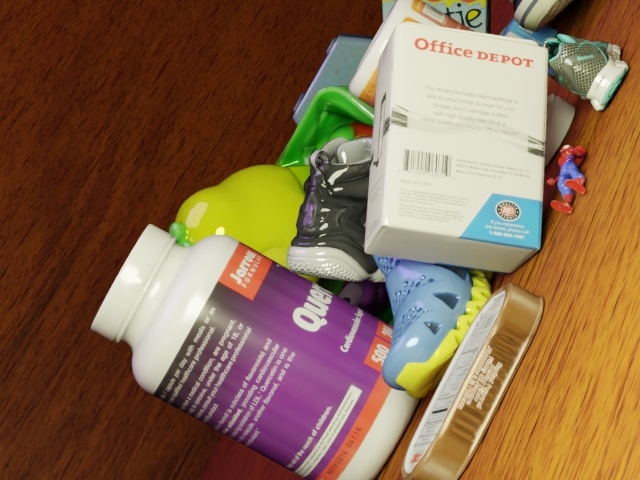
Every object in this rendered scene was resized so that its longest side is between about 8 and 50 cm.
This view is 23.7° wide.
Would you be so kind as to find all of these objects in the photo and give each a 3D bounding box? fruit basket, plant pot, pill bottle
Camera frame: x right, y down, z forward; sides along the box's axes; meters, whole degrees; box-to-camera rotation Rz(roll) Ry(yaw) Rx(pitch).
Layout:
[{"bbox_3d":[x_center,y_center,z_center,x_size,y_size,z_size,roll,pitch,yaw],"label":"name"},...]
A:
[{"bbox_3d":[0.000,0.000,1.869,0.392,0.283,0.392,-50,-8,-10],"label":"fruit basket"},{"bbox_3d":[0.098,-0.200,2.393,0.248,0.252,0.247,-60,3,9],"label":"plant pot"},{"bbox_3d":[-0.063,0.114,1.560,0.181,0.323,0.181,-60,4,7],"label":"pill bottle"},{"bbox_3d":[0.148,-0.152,1.578,0.121,0.216,0.121,-60,3,5],"label":"pill bottle"}]

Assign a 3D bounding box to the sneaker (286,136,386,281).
[{"bbox_3d":[0.071,-0.034,1.657,0.268,0.101,0.153,1,-85,-51],"label":"sneaker"}]

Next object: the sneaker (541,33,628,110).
[{"bbox_3d":[0.248,-0.175,1.477,0.065,0.076,0.166,-59,4,10],"label":"sneaker"}]

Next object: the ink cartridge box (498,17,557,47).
[{"bbox_3d":[0.233,-0.199,1.996,0.180,0.060,0.104,-62,4,-17],"label":"ink cartridge box"}]

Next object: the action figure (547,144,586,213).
[{"bbox_3d":[0.221,-0.062,1.364,0.115,0.030,0.038,-63,-1,-65],"label":"action figure"}]

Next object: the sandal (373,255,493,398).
[{"bbox_3d":[0.099,0.028,1.497,0.126,0.138,0.317,-55,8,35],"label":"sandal"}]

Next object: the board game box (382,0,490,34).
[{"bbox_3d":[0.164,-0.300,2.115,0.144,0.142,0.275,-79,-12,-45],"label":"board game box"}]

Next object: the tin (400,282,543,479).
[{"bbox_3d":[0.122,0.121,1.243,0.190,0.040,0.106,-61,-1,-12],"label":"tin"}]

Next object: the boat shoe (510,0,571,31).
[{"bbox_3d":[0.295,-0.414,1.963,0.187,0.156,0.500,-45,12,31],"label":"boat shoe"}]

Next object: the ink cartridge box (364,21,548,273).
[{"bbox_3d":[0.125,-0.085,1.408,0.086,0.148,0.203,120,157,-68],"label":"ink cartridge box"}]
